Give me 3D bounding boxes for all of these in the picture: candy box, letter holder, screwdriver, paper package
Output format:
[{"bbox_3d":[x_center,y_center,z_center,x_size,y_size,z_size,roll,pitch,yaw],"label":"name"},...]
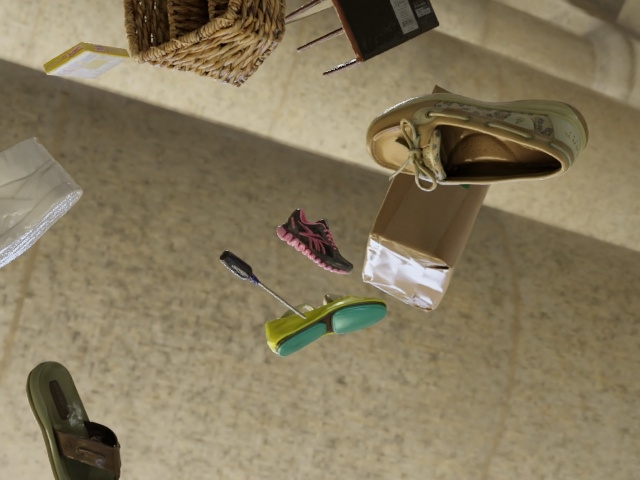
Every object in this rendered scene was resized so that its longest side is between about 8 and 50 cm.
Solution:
[{"bbox_3d":[-0.495,-0.382,2.279,0.027,0.105,0.206,66,16,1],"label":"candy box"},{"bbox_3d":[0.067,-0.450,2.246,0.214,0.302,0.152,-16,-78,42],"label":"letter holder"},{"bbox_3d":[-0.081,0.069,1.520,0.025,0.170,0.024,-50,-151,-9],"label":"screwdriver"},{"bbox_3d":[0.216,-0.071,1.997,0.309,0.168,0.324,92,22,-73],"label":"paper package"}]

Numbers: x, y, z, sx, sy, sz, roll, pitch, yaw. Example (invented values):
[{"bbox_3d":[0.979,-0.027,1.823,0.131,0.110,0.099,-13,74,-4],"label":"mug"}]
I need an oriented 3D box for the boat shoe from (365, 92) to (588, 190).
[{"bbox_3d":[0.175,-0.117,1.302,0.285,0.104,0.089,-2,-146,31],"label":"boat shoe"}]

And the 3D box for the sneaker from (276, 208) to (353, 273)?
[{"bbox_3d":[0.000,0.000,1.449,0.057,0.119,0.047,-56,171,4],"label":"sneaker"}]

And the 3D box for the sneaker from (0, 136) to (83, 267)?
[{"bbox_3d":[-0.602,-0.066,2.020,0.292,0.169,0.108,-39,173,11],"label":"sneaker"}]

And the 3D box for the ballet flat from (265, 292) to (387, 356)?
[{"bbox_3d":[0.006,0.136,1.927,0.077,0.231,0.077,55,-24,39],"label":"ballet flat"}]

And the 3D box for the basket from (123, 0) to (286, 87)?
[{"bbox_3d":[-0.202,-0.449,1.842,0.213,0.223,0.299,-39,-129,44],"label":"basket"}]

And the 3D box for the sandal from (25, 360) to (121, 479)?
[{"bbox_3d":[-0.379,0.328,1.726,0.086,0.120,0.302,-29,-96,23],"label":"sandal"}]
